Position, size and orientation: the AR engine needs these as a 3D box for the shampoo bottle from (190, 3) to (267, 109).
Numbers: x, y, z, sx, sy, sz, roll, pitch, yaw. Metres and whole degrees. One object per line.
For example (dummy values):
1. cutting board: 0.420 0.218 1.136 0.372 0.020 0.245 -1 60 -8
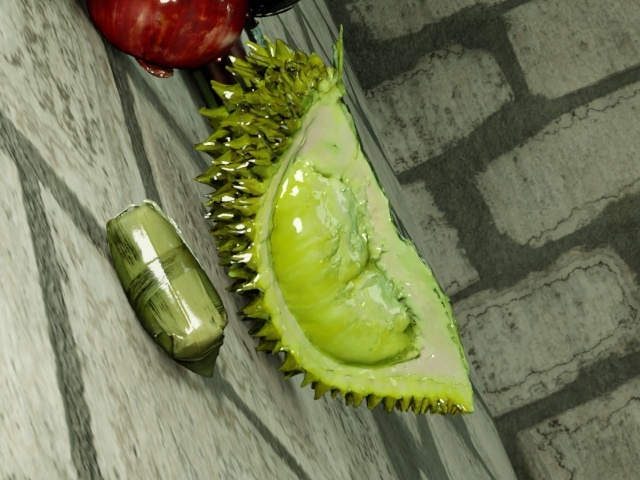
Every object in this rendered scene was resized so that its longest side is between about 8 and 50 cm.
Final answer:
1. shampoo bottle: -0.041 -0.077 1.726 0.323 0.084 0.129 65 -4 -13

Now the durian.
1. durian: 0.000 0.000 1.405 0.158 0.169 0.352 -102 169 -71

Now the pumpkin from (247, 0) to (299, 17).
1. pumpkin: -0.091 -0.334 1.766 0.233 0.163 0.233 38 2 -2

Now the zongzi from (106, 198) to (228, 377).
1. zongzi: -0.097 0.034 1.107 0.104 0.052 0.113 61 -7 14

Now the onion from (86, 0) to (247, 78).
1. onion: -0.119 -0.190 1.362 0.131 0.131 0.131 63 7 -15
